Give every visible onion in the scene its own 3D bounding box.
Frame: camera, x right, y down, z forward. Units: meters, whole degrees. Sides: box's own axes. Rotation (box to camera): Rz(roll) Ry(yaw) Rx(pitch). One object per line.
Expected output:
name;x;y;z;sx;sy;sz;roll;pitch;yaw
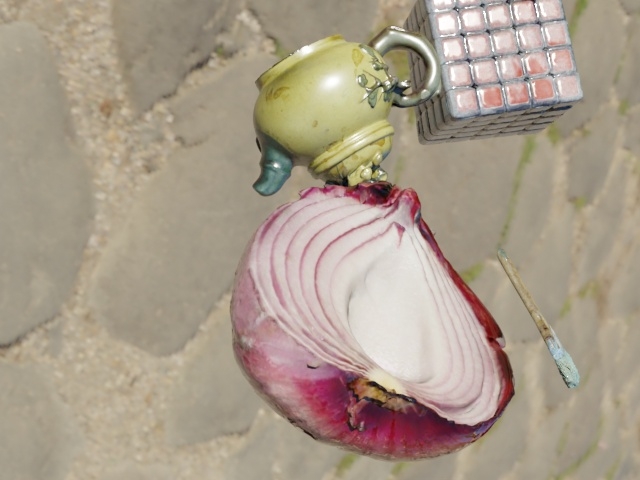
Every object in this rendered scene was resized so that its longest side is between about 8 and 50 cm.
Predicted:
onion;0.034;0.061;1.039;0.120;0.227;0.284;-52;-169;34

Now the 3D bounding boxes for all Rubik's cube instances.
Rubik's cube;0.284;-0.304;2.262;0.237;0.238;0.237;126;-44;-79

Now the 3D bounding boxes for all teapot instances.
teapot;0.030;-0.142;1.563;0.269;0.183;0.173;-29;177;-6

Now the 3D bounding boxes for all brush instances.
brush;0.269;0.095;1.661;0.021;0.196;0.070;-30;-173;11
